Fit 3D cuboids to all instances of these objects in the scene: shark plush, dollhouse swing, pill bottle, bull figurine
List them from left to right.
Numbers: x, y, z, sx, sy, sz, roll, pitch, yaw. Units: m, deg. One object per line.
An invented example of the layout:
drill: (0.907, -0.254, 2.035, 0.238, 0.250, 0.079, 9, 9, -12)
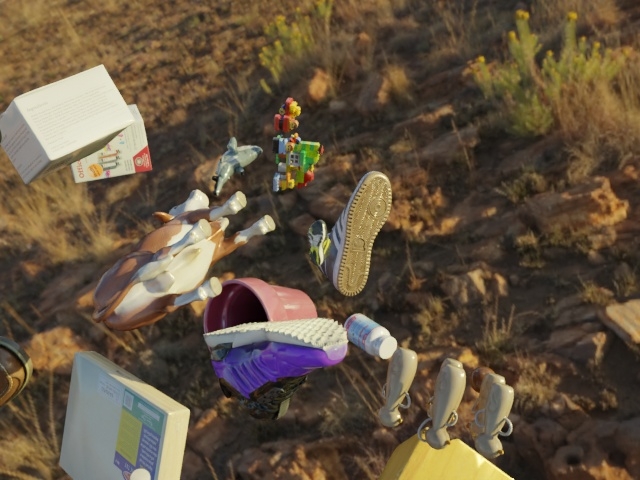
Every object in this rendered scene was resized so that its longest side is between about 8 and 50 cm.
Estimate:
bull figurine: (-0.179, 0.012, 0.875, 0.188, 0.101, 0.310, -23, 21, 27)
shark plush: (-0.191, -0.163, 1.429, 0.067, 0.073, 0.161, 23, 42, 9)
pill bottle: (0.144, 0.279, 1.887, 0.087, 0.087, 0.160, -38, 35, -19)
dollhouse swing: (0.240, 0.626, 1.398, 0.315, 0.347, 0.305, -54, 1, -24)

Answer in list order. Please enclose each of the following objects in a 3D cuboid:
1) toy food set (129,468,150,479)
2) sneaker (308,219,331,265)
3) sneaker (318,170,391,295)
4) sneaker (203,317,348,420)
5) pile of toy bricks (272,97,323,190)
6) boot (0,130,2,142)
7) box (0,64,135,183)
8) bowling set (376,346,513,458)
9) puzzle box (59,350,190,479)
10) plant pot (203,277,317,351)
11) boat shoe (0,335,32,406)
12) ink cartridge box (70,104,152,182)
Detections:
toy food set: (-0.206, 0.342, 0.767, 0.232, 0.104, 0.111, 8, 40, -10)
sneaker: (0.000, 0.000, 1.082, 0.031, 0.083, 0.035, 25, 37, 28)
sneaker: (0.065, -0.029, 1.489, 0.099, 0.282, 0.153, 11, 10, -25)
sneaker: (-0.061, 0.198, 0.982, 0.102, 0.146, 0.293, -7, -2, -42)
pile of toy bricks: (-0.046, -0.198, 1.449, 0.105, 0.212, 0.118, 6, 30, 4)
boot: (-0.279, -0.098, 0.442, 0.121, 0.045, 0.099, -1, 43, -18)
box: (-0.468, -0.209, 1.186, 0.182, 0.119, 0.181, -37, 13, -36)
bowling set: (0.270, 0.314, 1.223, 0.287, 0.200, 0.154, 14, 89, 50)
puzzle box: (-0.419, 0.416, 1.353, 0.052, 0.272, 0.409, 6, 5, -45)
plant pot: (-0.111, 0.173, 1.360, 0.201, 0.201, 0.180, 7, 7, 40)
boat shoe: (-0.540, 0.233, 0.931, 0.307, 0.111, 0.104, -27, 18, 25)
ink cartridge box: (-0.494, -0.224, 1.501, 0.176, 0.128, 0.127, -13, 32, -17)
